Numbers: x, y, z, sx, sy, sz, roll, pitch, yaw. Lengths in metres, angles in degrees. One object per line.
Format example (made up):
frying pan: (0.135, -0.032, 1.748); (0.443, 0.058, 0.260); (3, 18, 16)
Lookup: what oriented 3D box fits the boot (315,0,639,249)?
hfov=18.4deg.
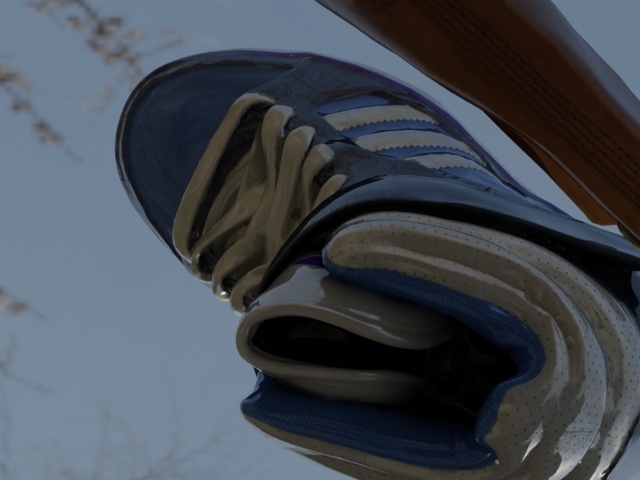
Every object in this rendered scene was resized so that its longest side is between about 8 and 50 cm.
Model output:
boot: (0.014, -0.074, 0.554); (0.096, 0.264, 0.280); (-44, -80, 2)

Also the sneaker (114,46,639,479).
sneaker: (0.000, 0.001, 0.816); (0.322, 0.236, 0.130); (30, -78, 23)
